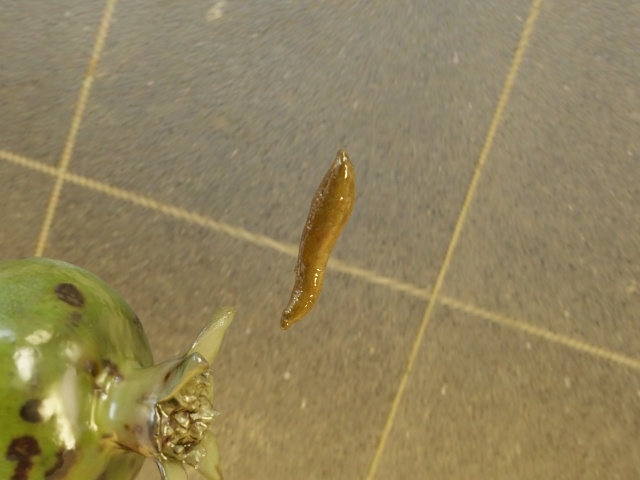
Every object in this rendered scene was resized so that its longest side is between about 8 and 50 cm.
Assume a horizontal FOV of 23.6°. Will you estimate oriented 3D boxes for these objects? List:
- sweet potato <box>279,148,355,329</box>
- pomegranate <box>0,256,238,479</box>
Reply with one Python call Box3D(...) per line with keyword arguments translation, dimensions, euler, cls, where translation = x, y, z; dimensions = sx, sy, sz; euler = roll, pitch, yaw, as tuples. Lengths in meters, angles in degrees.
Box3D(translation=(0.000, 0.000, 0.895), dimensions=(0.026, 0.026, 0.115), euler=(17, 107, 0), cls="sweet potato")
Box3D(translation=(-0.129, 0.080, 0.779), dimensions=(0.169, 0.148, 0.148), euler=(8, 102, 6), cls="pomegranate")
